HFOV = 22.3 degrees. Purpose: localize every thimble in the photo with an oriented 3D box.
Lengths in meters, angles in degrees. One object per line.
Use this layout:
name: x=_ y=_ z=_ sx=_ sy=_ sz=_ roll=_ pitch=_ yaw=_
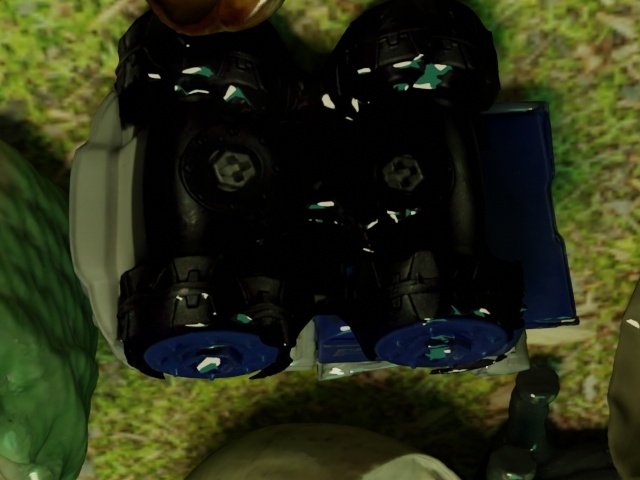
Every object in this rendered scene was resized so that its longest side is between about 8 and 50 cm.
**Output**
thimble: x=-0.208 y=0.053 z=0.722 sx=0.219 sy=0.150 sz=0.219 roll=0 pitch=136 yaw=0

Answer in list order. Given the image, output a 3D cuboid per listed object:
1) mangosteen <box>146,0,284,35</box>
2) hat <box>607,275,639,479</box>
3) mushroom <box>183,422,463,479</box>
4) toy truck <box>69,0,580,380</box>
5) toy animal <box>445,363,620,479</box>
mangosteen: x=-0.043 y=-0.163 z=0.579 sx=0.146 sy=0.181 sz=0.156 roll=42 pitch=105 yaw=14
hat: x=0.242 y=0.084 z=0.776 sx=0.173 sy=0.166 sz=0.144 roll=19 pitch=105 yaw=-16
mushroom: x=-0.007 y=0.215 z=0.856 sx=0.195 sy=0.189 sz=0.253 roll=-41 pitch=114 yaw=-26
toy truck: x=0.000 y=0.000 z=0.720 sx=0.213 sy=0.161 sz=0.177 roll=-2 pitch=155 yaw=-2
toy animal: x=0.195 y=0.125 z=0.878 sx=0.270 sy=0.082 sz=0.137 roll=-2 pitch=135 yaw=-9
